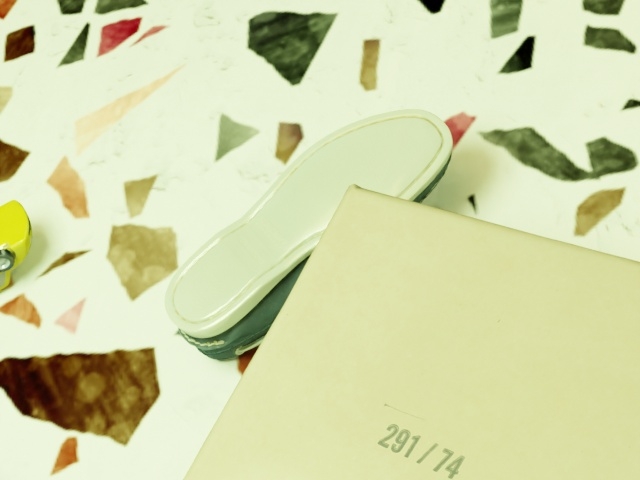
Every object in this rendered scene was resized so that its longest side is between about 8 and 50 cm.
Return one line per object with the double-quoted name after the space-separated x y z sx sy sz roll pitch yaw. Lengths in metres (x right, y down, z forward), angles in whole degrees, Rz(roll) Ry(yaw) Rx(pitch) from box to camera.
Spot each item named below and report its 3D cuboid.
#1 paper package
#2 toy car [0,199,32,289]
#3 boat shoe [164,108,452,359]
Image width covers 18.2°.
0.106 0.153 1.324 0.325 0.168 0.309 16 67 31 "paper package"
-0.357 0.067 1.644 0.239 0.053 0.225 2 60 25 "toy car"
0.000 0.000 1.522 0.254 0.079 0.095 -42 55 -4 "boat shoe"
